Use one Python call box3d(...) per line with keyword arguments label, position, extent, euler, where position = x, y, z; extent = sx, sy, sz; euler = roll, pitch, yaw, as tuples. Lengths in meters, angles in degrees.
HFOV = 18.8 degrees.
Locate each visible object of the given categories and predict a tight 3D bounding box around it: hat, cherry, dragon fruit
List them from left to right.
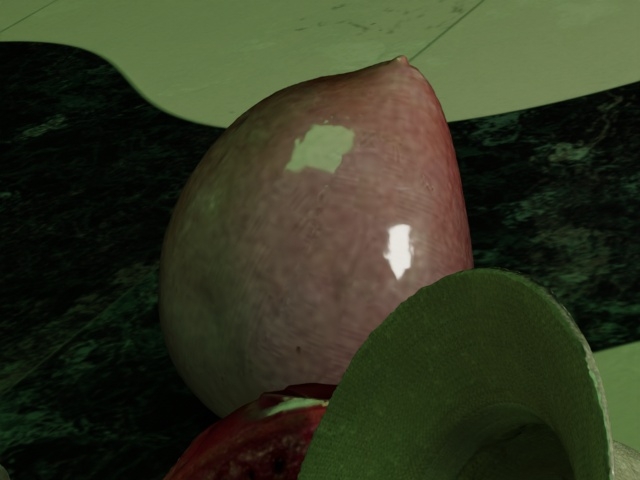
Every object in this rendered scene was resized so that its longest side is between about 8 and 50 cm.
box3d(label="cherry", position=(-0.008, 0.007, 1.246), extent=(0.206, 0.239, 0.239), euler=(-11, 21, -2))
box3d(label="dragon fruit", position=(0.031, 0.141, 0.982), extent=(0.262, 0.189, 0.163), euler=(7, 41, 6))
box3d(label="hat", position=(0.092, 0.150, 0.823), extent=(0.130, 0.257, 0.257), euler=(19, 9, -25))

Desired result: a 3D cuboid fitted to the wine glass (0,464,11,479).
box3d(label="wine glass", position=(-0.191, 0.197, 1.025), extent=(0.126, 0.126, 0.241), euler=(-19, 24, -16))
